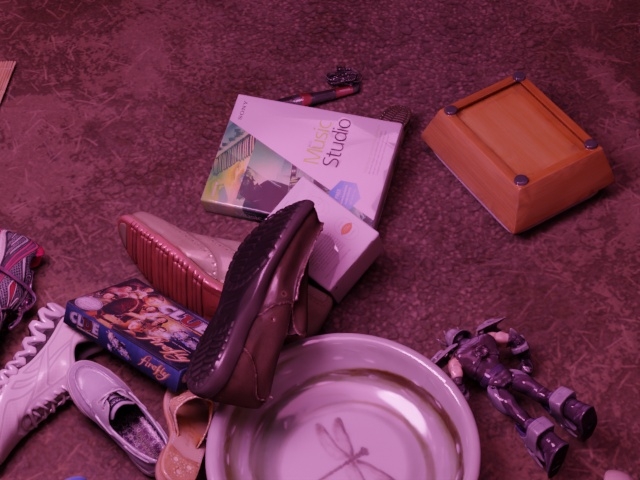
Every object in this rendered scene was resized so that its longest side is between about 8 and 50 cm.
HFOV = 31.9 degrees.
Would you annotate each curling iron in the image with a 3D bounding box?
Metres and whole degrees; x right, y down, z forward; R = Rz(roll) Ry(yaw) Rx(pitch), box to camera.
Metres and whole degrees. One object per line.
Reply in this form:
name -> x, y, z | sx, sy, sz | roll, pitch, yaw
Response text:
curling iron -> -0.044, -0.279, 2.195 | 0.274, 0.035, 0.068 | -22, 49, -15

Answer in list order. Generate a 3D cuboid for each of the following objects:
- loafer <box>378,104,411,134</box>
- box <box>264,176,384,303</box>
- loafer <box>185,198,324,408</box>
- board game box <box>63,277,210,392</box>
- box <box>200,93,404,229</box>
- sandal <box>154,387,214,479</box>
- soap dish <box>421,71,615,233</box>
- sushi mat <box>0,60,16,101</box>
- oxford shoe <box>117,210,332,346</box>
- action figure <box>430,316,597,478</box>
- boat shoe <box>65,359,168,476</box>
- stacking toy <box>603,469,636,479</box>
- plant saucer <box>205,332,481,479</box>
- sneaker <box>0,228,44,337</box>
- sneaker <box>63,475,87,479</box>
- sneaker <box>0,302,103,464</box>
loafer -> 0.127, -0.196, 2.107 | 0.056, 0.050, 0.148 | 22, 57, 17
box -> 0.000, 0.000, 1.889 | 0.170, 0.091, 0.130 | 38, 83, 18
loafer -> -0.081, 0.101, 1.711 | 0.130, 0.134, 0.366 | 38, 61, -24
board game box -> -0.267, 0.147, 1.798 | 0.243, 0.042, 0.165 | 27, 25, 25
box -> -0.031, -0.131, 2.026 | 0.322, 0.058, 0.232 | 11, 67, 14
sandal -> -0.187, 0.271, 1.678 | 0.088, 0.079, 0.240 | 33, 28, -17
soap dish -> 0.356, -0.167, 2.029 | 0.229, 0.118, 0.291 | -26, 53, -17
sushi mat -> -0.715, -0.246, 2.212 | 0.151, 0.019, 0.316 | 4, 52, 5
oxford shoe -> -0.163, 0.056, 1.873 | 0.397, 0.140, 0.146 | 34, 56, 14
action figure -> 0.284, 0.227, 1.731 | 0.185, 0.099, 0.285 | -37, 54, -16
boat shoe -> -0.302, 0.260, 1.705 | 0.079, 0.081, 0.227 | -39, 76, -27
stacking toy -> 0.210, 0.500, 1.423 | 0.480, 0.350, 0.350 | -13, 49, 14
plant saucer -> 0.033, 0.326, 1.655 | 0.400, 0.100, 0.400 | -1, 50, 2
sneaker -> -0.531, 0.110, 1.857 | 0.112, 0.121, 0.299 | 17, 56, -23
sneaker -> -0.417, 0.430, 1.606 | 0.232, 0.081, 0.090 | -30, 48, -21
sneaker -> -0.442, 0.231, 1.761 | 0.118, 0.110, 0.292 | 19, 54, 7
